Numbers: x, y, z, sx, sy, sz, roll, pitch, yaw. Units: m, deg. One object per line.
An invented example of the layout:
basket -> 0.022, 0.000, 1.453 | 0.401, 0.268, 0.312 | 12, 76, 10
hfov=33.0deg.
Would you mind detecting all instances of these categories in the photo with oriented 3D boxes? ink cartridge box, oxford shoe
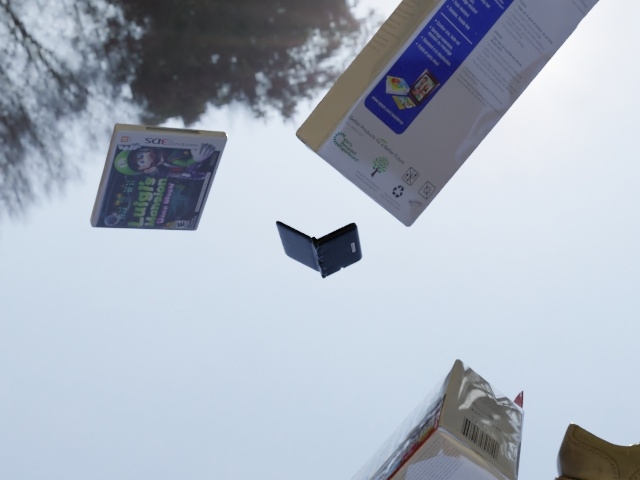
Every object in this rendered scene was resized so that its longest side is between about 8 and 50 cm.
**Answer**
ink cartridge box -> 0.139, -0.188, 1.149 | 0.332, 0.165, 0.065 | -49, -145, 5
ink cartridge box -> 0.140, 0.333, 1.518 | 0.130, 0.309, 0.272 | 38, -158, 0
oxford shoe -> 0.509, 0.340, 1.536 | 0.348, 0.130, 0.123 | 10, 166, 4

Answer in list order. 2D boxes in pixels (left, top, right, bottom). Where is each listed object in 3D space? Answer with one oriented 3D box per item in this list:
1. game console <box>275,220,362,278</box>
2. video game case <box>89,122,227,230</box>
game console -> 0.000, 0.000, 1.655 | 0.107, 0.122, 0.071 | -26, -116, -6
video game case -> -0.247, -0.092, 1.644 | 0.173, 0.190, 0.022 | 2, -138, -27
